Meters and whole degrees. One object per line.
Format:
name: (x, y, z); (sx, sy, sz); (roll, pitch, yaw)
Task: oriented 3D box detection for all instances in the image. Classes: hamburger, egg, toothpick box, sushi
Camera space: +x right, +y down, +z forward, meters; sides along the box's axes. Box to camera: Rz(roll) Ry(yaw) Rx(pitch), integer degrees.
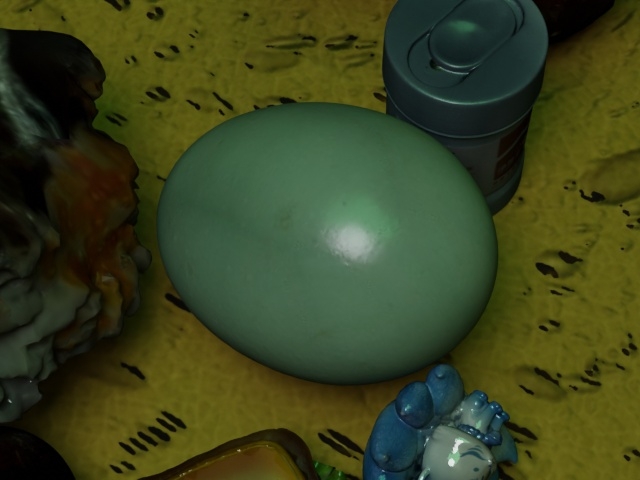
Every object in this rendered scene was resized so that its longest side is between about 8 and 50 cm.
hamburger: (-0.031, 0.196, 0.806); (0.137, 0.087, 0.166); (-20, 65, -9)
egg: (0.000, 0.000, 0.854); (0.231, 0.168, 0.168); (13, 61, 38)
toothpick box: (0.090, -0.088, 0.911); (0.101, 0.153, 0.101); (-1, 63, 2)
sushi: (-0.318, 0.007, 0.836); (0.417, 0.176, 0.417); (-9, 41, 8)

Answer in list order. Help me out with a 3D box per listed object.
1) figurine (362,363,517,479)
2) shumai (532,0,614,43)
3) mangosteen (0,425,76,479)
figurine: (0.064, 0.134, 0.835); (0.079, 0.114, 0.114); (24, 63, 42)
shumai: (0.135, -0.279, 0.973); (0.263, 0.309, 0.304); (43, 71, -7)
mangosteen: (-0.198, 0.174, 0.812); (0.140, 0.140, 0.140); (-1, 63, 1)
